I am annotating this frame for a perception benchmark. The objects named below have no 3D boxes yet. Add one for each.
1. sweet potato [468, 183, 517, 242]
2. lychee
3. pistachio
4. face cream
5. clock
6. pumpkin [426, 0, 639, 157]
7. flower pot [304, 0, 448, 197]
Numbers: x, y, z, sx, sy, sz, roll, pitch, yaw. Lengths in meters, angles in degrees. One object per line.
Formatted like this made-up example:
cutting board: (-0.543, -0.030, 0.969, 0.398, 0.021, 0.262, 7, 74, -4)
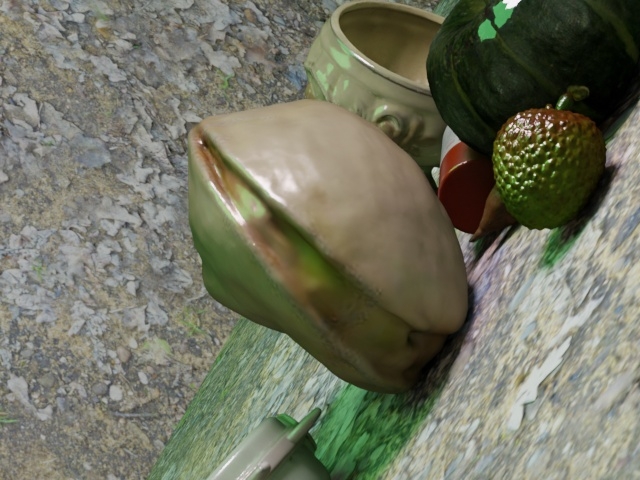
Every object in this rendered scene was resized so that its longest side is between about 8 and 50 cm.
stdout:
sweet potato: (0.205, -0.039, 1.584, 0.117, 0.049, 0.049, -49, 8, 21)
lychee: (0.225, -0.078, 1.383, 0.114, 0.114, 0.147, 136, 149, -60)
pistachio: (0.000, 0.000, 1.610, 0.281, 0.365, 0.445, -48, 34, 8)
face cream: (0.192, -0.087, 1.715, 0.096, 0.096, 0.214, -53, 7, 21)
clock: (-0.100, 0.318, 1.570, 0.324, 0.108, 0.265, -52, -7, 38)
pumpkin: (0.243, -0.228, 1.567, 0.300, 0.207, 0.300, -46, 14, 15)
flower pot: (0.109, -0.166, 1.976, 0.307, 0.307, 0.244, -66, -4, -60)
